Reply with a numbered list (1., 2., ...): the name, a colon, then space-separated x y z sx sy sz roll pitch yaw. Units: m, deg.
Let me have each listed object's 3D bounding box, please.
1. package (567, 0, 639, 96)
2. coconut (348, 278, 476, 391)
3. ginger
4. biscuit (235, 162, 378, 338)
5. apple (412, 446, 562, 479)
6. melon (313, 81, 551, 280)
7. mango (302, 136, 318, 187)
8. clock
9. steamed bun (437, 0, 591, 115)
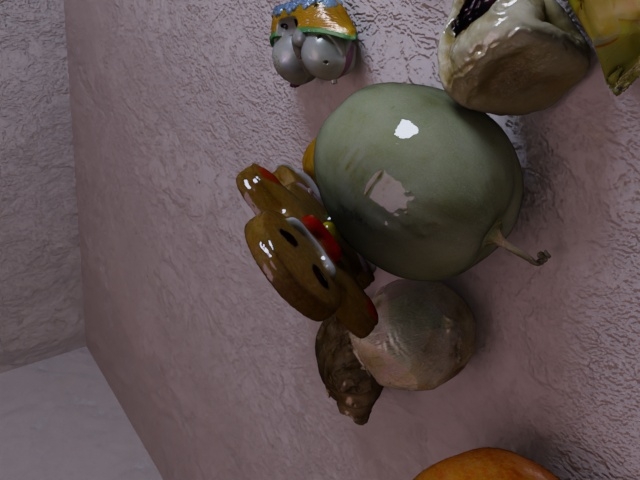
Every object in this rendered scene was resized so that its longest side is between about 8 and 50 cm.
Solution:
1. package: 0.315 -0.282 0.709 0.168 0.090 0.226 -48 61 50
2. coconut: 0.149 0.142 1.064 0.194 0.194 0.194 28 126 48
3. ginger: 0.059 0.213 1.218 0.270 0.123 0.218 156 110 -80
4. biscuit: -0.003 0.002 0.959 0.064 0.432 0.283 -38 90 10
5. apple: 0.236 0.429 0.956 0.275 0.299 0.298 -119 33 -45
6. melon: 0.127 -0.079 0.927 0.308 0.272 0.271 27 125 52
7. mango: 0.042 -0.120 1.168 0.227 0.109 0.147 5 111 57
8. clock: -0.014 -0.334 1.167 0.231 0.103 0.144 13 115 56
9. steamed bun: 0.219 -0.249 0.823 0.141 0.172 0.155 -36 55 45
